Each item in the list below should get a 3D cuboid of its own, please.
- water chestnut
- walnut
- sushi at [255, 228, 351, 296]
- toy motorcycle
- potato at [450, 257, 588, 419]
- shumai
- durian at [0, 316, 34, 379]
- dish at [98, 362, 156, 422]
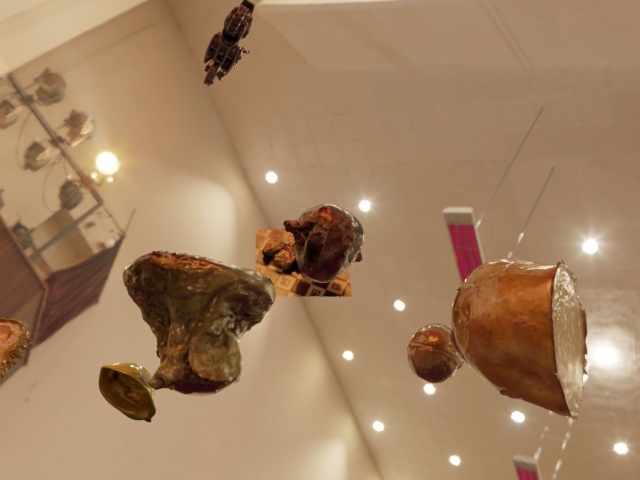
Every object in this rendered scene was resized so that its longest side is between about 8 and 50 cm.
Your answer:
[{"bbox_3d":[0.000,0.000,1.844,0.238,0.223,0.223,13,-36,-21],"label":"water chestnut"},{"bbox_3d":[0.268,0.265,1.542,0.140,0.140,0.162,34,-17,7],"label":"walnut"},{"bbox_3d":[-0.056,0.050,2.015,0.290,0.264,0.050,-1,-34,-4],"label":"sushi"},{"bbox_3d":[-0.188,-0.422,1.400,0.080,0.122,0.215,30,-40,-10],"label":"toy motorcycle"},{"bbox_3d":[0.372,0.181,1.286,0.237,0.288,0.301,-4,-45,32],"label":"potato"},{"bbox_3d":[-0.310,0.212,1.603,0.397,0.323,0.324,-1,-15,28],"label":"shumai"},{"bbox_3d":[-0.801,0.256,1.567,0.305,0.195,0.185,-1,-52,23],"label":"durian"},{"bbox_3d":[-0.500,0.388,1.753,0.149,0.080,0.207,-19,-65,26],"label":"dish"}]
